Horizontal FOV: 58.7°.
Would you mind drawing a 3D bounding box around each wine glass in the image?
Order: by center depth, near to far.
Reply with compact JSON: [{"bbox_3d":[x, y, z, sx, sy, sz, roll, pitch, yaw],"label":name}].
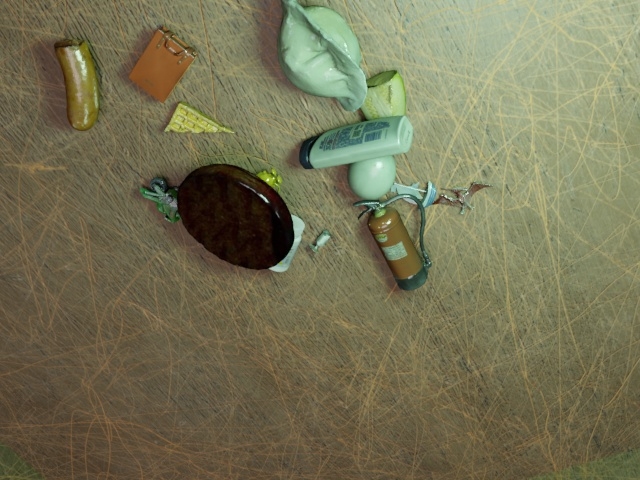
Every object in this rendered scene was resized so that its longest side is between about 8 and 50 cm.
[{"bbox_3d":[0.000,0.000,1.983,0.038,0.042,0.083,8,128,-48],"label":"wine glass"}]

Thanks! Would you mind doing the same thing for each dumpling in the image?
[{"bbox_3d":[0.009,-0.531,1.570,0.320,0.212,0.270,19,158,-22],"label":"dumpling"}]

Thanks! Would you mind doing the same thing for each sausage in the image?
[{"bbox_3d":[-0.722,-0.462,1.709,0.108,0.109,0.271,5,121,0],"label":"sausage"}]

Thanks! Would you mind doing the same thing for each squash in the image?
[{"bbox_3d":[0.227,-0.375,1.697,0.169,0.093,0.252,1,132,51],"label":"squash"}]

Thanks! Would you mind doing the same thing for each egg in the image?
[{"bbox_3d":[0.160,-0.210,1.770,0.149,0.150,0.192,14,143,-5],"label":"egg"}]

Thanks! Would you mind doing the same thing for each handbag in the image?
[{"bbox_3d":[-0.464,-0.519,1.680,0.127,0.063,0.190,37,119,-17],"label":"handbag"}]

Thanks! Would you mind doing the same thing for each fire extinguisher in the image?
[{"bbox_3d":[0.270,-0.020,1.923,0.200,0.113,0.376,-36,117,-8],"label":"fire extinguisher"}]

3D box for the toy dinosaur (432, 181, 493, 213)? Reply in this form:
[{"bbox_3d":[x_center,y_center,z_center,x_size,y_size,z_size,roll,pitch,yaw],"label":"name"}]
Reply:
[{"bbox_3d":[0.460,-0.140,1.870,0.220,0.032,0.108,-20,121,18],"label":"toy dinosaur"}]

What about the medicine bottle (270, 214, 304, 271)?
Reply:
[{"bbox_3d":[-0.127,0.009,1.957,0.102,0.103,0.187,21,121,-9],"label":"medicine bottle"}]

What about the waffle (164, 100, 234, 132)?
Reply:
[{"bbox_3d":[-0.382,-0.344,1.796,0.190,0.032,0.125,31,117,-13],"label":"waffle"}]

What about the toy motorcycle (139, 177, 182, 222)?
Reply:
[{"bbox_3d":[-0.514,-0.127,1.923,0.106,0.074,0.190,-28,116,29],"label":"toy motorcycle"}]

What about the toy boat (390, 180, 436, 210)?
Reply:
[{"bbox_3d":[0.308,-0.145,1.874,0.149,0.034,0.106,-6,120,7],"label":"toy boat"}]

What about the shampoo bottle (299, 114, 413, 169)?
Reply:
[{"bbox_3d":[0.099,-0.293,1.694,0.359,0.134,0.078,-5,146,37],"label":"shampoo bottle"}]

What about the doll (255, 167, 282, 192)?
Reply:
[{"bbox_3d":[-0.214,-0.167,1.863,0.187,0.096,0.145,-8,129,3],"label":"doll"}]

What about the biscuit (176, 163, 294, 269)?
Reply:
[{"bbox_3d":[-0.268,-0.075,1.823,0.406,0.091,0.408,14,137,14],"label":"biscuit"}]
